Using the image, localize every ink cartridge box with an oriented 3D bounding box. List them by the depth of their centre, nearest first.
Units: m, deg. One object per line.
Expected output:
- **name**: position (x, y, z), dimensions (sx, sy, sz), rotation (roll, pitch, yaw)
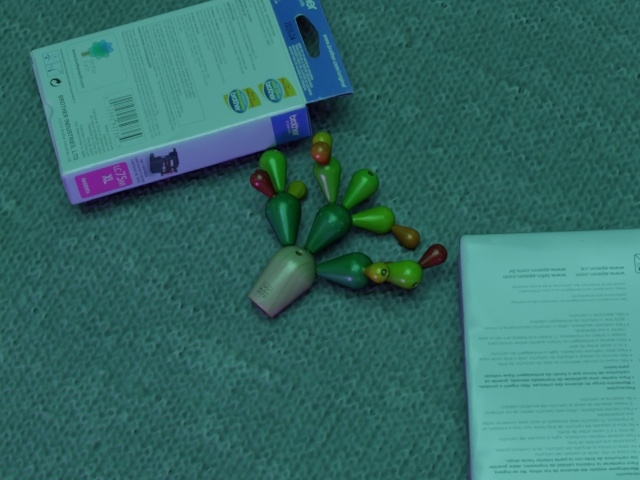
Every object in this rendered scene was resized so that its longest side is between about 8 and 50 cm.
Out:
- **ink cartridge box**: position (0.300, 0.147, 1.692), dimensions (0.324, 0.071, 0.330), rotation (-2, 68, 2)
- **ink cartridge box**: position (-0.134, -0.161, 1.849), dimensions (0.311, 0.065, 0.185), rotation (-18, 53, -2)

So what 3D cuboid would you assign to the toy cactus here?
- **toy cactus**: position (0.000, 0.000, 1.770), dimensions (0.219, 0.112, 0.180), rotation (40, 83, 10)
